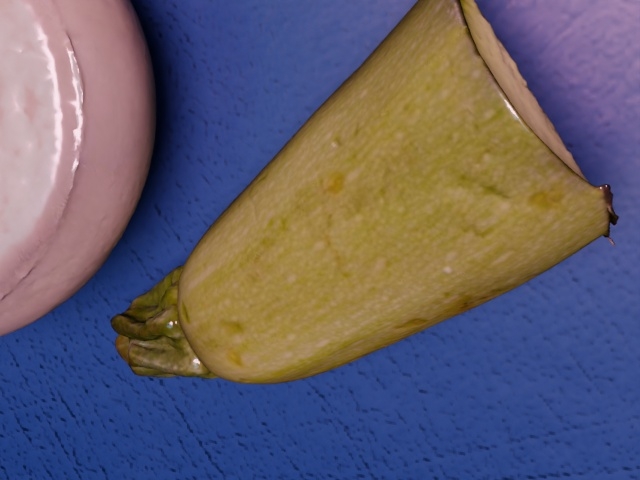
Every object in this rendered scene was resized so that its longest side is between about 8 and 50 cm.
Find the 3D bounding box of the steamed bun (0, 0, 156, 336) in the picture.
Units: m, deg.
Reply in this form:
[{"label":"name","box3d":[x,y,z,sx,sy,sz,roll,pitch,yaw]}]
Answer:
[{"label":"steamed bun","box3d":[-0.186,-0.066,0.561,0.231,0.145,0.232,1,98,9]}]

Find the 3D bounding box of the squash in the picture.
[{"label":"squash","box3d":[0.013,0.007,0.552,0.137,0.137,0.287,48,125,-1]}]
